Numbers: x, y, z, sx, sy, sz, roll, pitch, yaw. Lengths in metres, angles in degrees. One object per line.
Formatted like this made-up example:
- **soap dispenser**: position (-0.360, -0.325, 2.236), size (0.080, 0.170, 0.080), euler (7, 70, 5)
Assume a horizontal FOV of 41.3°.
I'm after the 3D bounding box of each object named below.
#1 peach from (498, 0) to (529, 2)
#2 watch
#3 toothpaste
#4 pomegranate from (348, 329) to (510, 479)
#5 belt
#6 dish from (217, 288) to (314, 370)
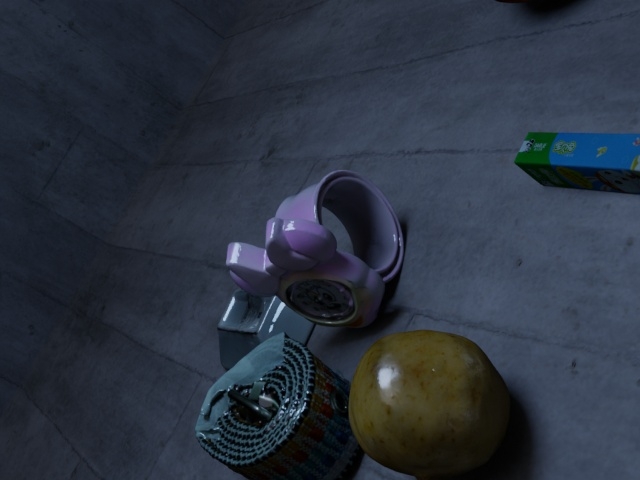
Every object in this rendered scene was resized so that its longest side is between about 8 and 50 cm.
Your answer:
- **peach**: position (0.331, -0.505, 1.327), size (0.245, 0.249, 0.275), euler (-18, 45, 18)
- **watch**: position (0.000, 0.000, 1.304), size (0.210, 0.248, 0.218), euler (-28, 35, 43)
- **toothpaste**: position (0.352, -0.094, 1.035), size (0.266, 0.065, 0.050), euler (15, 76, 61)
- **pomegranate**: position (0.122, 0.197, 0.969), size (0.196, 0.196, 0.196), euler (-39, 32, 30)
- **belt**: position (-0.057, 0.252, 1.225), size (0.207, 0.150, 0.257), euler (-53, 27, -14)
- **dish**: position (-0.108, 0.142, 1.504), size (0.243, 0.080, 0.182), euler (-2, 58, 57)
